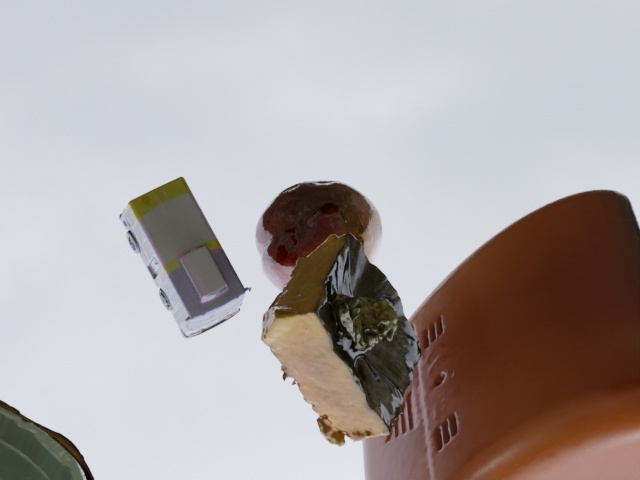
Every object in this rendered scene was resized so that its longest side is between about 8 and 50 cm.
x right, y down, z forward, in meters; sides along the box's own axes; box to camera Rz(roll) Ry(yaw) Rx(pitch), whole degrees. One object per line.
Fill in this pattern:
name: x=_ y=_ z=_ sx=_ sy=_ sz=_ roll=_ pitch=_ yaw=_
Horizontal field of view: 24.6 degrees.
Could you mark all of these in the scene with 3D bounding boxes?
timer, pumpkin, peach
timer: x=0.147 y=0.115 z=0.981 sx=0.161 sy=0.250 sz=0.257 roll=23 pitch=-150 yaw=-15
pumpkin: x=0.014 y=0.045 z=0.701 sx=0.054 sy=0.083 sz=0.074 roll=-19 pitch=-155 yaw=30
peach: x=0.000 y=-0.002 z=1.085 sx=0.101 sy=0.100 sz=0.100 roll=-5 pitch=-151 yaw=3

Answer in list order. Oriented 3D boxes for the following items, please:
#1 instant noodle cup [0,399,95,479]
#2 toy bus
instant noodle cup: x=-0.239 y=0.192 z=0.873 sx=0.216 sy=0.172 sz=0.216 roll=24 pitch=-171 yaw=-4
toy bus: x=-0.094 y=0.012 z=1.020 sx=0.052 sy=0.102 sz=0.058 roll=-27 pitch=174 yaw=-19
